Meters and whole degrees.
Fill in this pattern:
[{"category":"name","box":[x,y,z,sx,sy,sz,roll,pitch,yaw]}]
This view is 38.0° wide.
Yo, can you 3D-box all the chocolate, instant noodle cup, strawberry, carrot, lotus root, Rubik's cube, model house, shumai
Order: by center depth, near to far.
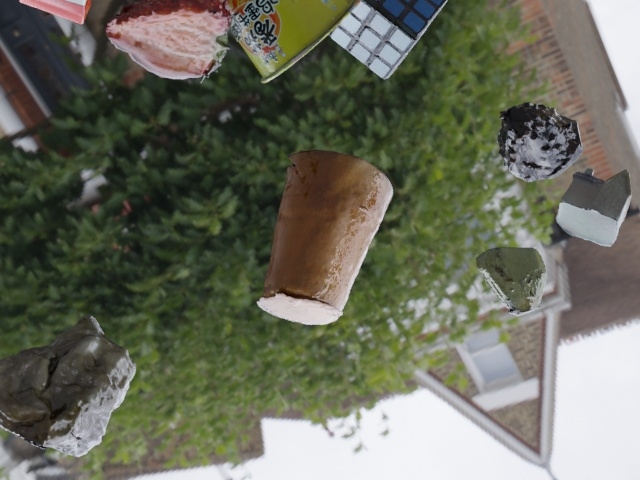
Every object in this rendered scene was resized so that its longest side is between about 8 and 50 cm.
[{"category":"shumai","box":[-0.359,0.185,1.284,0.218,0.184,0.185,84,29,-73]},{"category":"model house","box":[0.445,-0.062,1.502,0.100,0.088,0.100,21,-117,21]},{"category":"carrot","box":[0.000,0.000,1.566,0.196,0.196,0.254,-8,-124,45]},{"category":"strawberry","box":[-0.266,-0.356,1.610,0.228,0.174,0.098,-11,-128,-23]},{"category":"chocolate","box":[0.378,-0.196,1.656,0.156,0.133,0.156,-11,-120,20]},{"category":"instant noodle cup","box":[-0.078,-0.452,1.746,0.264,0.200,0.264,-39,-164,13]},{"category":"lotus root","box":[0.412,0.079,1.917,0.143,0.144,0.070,-6,156,-31]},{"category":"Rubik's cube","box":[0.140,-0.466,1.930,0.162,0.160,0.163,-54,-176,-31]}]

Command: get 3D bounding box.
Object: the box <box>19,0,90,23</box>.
[{"category":"box","box":[-0.381,-0.387,1.345,0.152,0.100,0.048,130,-21,-64]}]
